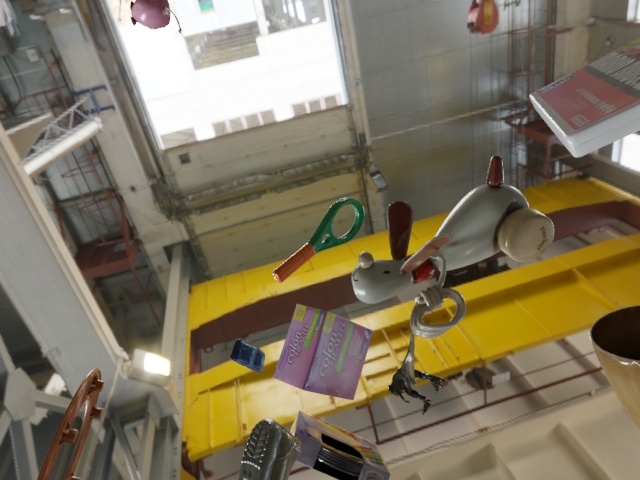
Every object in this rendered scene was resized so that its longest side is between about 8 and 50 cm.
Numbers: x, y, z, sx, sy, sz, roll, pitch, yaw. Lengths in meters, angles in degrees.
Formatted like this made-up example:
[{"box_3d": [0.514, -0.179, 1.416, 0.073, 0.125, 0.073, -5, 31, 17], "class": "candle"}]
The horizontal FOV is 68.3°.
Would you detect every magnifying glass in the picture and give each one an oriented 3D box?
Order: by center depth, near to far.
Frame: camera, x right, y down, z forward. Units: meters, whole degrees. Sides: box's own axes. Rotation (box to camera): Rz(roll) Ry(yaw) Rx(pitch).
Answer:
[{"box_3d": [0.000, 0.000, 0.916, 0.231, 0.092, 0.026, -41, -137, -23], "class": "magnifying glass"}]

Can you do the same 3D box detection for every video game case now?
[{"box_3d": [0.352, -0.180, 0.430, 0.285, 0.025, 0.204, -26, -162, 25], "class": "video game case"}]

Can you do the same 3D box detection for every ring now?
[{"box_3d": [-0.464, 0.408, 0.873, 0.032, 0.336, 0.336, 17, -154, -13], "class": "ring"}]

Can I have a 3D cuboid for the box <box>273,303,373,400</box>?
[{"box_3d": [0.016, 0.320, 1.342, 0.117, 0.243, 0.213, 7, -107, 42], "class": "box"}]

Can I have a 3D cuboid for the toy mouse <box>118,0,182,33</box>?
[{"box_3d": [-0.210, -0.288, 0.525, 0.143, 0.160, 0.031, -19, -175, 42], "class": "toy mouse"}]

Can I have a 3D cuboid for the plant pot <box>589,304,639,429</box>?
[{"box_3d": [0.735, 0.301, 1.011, 0.237, 0.254, 0.237, -19, -166, 5], "class": "plant pot"}]

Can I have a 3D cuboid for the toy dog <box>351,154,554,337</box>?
[{"box_3d": [0.203, -0.020, 0.760, 0.334, 0.160, 0.220, -34, -152, -17], "class": "toy dog"}]

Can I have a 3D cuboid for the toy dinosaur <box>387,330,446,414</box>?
[{"box_3d": [0.225, 0.334, 1.123, 0.118, 0.268, 0.064, 35, -129, 26], "class": "toy dinosaur"}]

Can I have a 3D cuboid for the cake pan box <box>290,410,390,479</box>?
[{"box_3d": [0.038, 0.534, 1.199, 0.246, 0.070, 0.267, 20, 172, 4], "class": "cake pan box"}]

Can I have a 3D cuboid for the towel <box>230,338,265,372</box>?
[{"box_3d": [-0.209, 0.340, 1.386, 0.029, 0.119, 0.067, -10, -126, 37], "class": "towel"}]

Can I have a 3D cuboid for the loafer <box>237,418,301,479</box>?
[{"box_3d": [-0.089, 0.406, 0.714, 0.094, 0.087, 0.251, -4, -118, 57], "class": "loafer"}]
